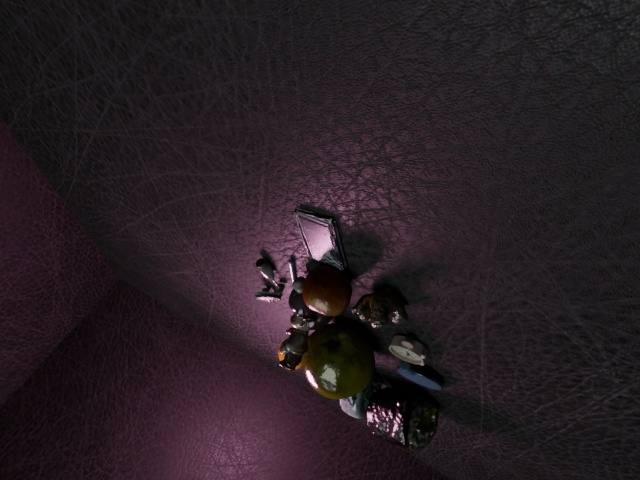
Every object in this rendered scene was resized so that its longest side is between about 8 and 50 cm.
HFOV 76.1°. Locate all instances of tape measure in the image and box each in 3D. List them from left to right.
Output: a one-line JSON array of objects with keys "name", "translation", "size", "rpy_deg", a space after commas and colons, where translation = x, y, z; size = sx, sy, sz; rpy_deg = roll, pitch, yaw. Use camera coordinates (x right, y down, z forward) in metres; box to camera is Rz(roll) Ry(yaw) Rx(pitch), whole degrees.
[{"name": "tape measure", "translation": [0.220, 0.838, 2.248], "size": [0.147, 0.256, 0.275], "rpy_deg": [14, 142, 38]}]

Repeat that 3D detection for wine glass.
[{"name": "wine glass", "translation": [-0.230, 0.161, 1.861], "size": [0.066, 0.066, 0.198], "rpy_deg": [10, 144, 36]}]

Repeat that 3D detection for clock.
[{"name": "clock", "translation": [0.372, 0.458, 1.721], "size": [0.156, 0.063, 0.229], "rpy_deg": [17, 152, 23]}]

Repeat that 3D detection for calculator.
[{"name": "calculator", "translation": [0.000, 0.000, 1.423], "size": [0.166, 0.028, 0.274], "rpy_deg": [20, 147, 28]}]

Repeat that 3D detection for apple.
[{"name": "apple", "translation": [0.019, 0.187, 1.519], "size": [0.195, 0.173, 0.160], "rpy_deg": [17, 165, 38]}]

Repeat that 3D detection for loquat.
[{"name": "loquat", "translation": [-0.170, 0.684, 2.472], "size": [0.176, 0.187, 0.234], "rpy_deg": [26, 162, -12]}]

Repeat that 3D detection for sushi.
[{"name": "sushi", "translation": [0.421, 0.922, 2.142], "size": [0.300, 0.281, 0.294], "rpy_deg": [29, 163, -39]}]

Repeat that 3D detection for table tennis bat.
[{"name": "table tennis bat", "translation": [0.441, 0.620, 1.875], "size": [0.215, 0.044, 0.329], "rpy_deg": [9, 155, 39]}]

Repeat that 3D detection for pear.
[{"name": "pear", "translation": [0.081, 0.572, 1.925], "size": [0.352, 0.352, 0.413], "rpy_deg": [20, 139, 23]}]

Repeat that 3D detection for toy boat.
[{"name": "toy boat", "translation": [-0.266, 0.272, 2.069], "size": [0.140, 0.066, 0.059], "rpy_deg": [5, 139, -7]}]

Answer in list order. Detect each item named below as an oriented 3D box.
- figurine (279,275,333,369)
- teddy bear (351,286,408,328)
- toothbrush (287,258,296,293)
[{"name": "figurine", "translation": [-0.085, 0.350, 1.745], "size": [0.206, 0.364, 0.218], "rpy_deg": [38, -169, 25]}, {"name": "teddy bear", "translation": [0.205, 0.243, 1.491], "size": [0.190, 0.177, 0.140], "rpy_deg": [-16, 80, 53]}, {"name": "toothbrush", "translation": [-0.122, 0.175, 1.816], "size": [0.030, 0.025, 0.342], "rpy_deg": [27, 152, 15]}]
